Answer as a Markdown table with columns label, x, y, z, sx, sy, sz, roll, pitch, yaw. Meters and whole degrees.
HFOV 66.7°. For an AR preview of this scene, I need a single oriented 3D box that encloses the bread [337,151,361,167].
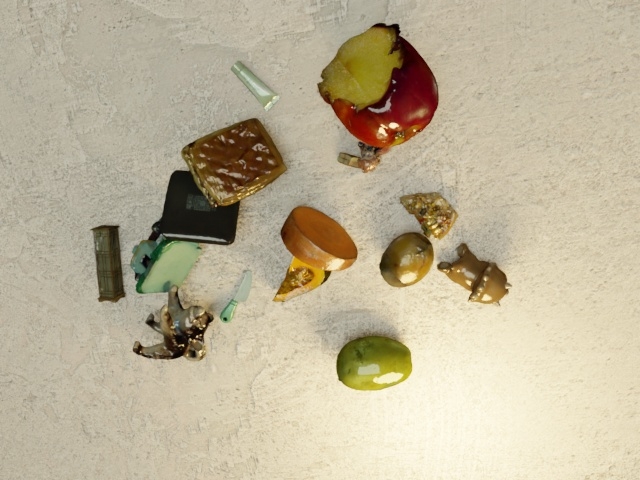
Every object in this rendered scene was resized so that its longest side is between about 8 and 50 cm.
| label | x | y | z | sx | sy | sz | roll | pitch | yaw |
| --- | --- | --- | --- | --- | --- | --- | --- | --- | --- |
| bread | 0.117 | -0.303 | 1.846 | 0.109 | 0.062 | 0.043 | 16 | 104 | 1 |

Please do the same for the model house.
| label | x | y | z | sx | sy | sz | roll | pitch | yaw |
| --- | --- | --- | --- | --- | --- | --- | --- | --- | --- |
| model house | -0.670 | 0.041 | 1.989 | 0.249 | 0.230 | 0.280 | 40 | 104 | 24 |

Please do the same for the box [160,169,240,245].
| label | x | y | z | sx | sy | sz | roll | pitch | yaw |
| --- | --- | --- | --- | --- | --- | --- | --- | --- | --- |
| box | -0.456 | -0.128 | 1.881 | 0.289 | 0.073 | 0.290 | 5 | 67 | -7 |

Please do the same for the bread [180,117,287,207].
| label | x | y | z | sx | sy | sz | roll | pitch | yaw |
| --- | --- | --- | --- | --- | --- | --- | --- | --- | --- |
| bread | -0.321 | -0.285 | 1.836 | 0.324 | 0.167 | 0.277 | -30 | 89 | -7 |

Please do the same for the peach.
| label | x | y | z | sx | sy | sz | roll | pitch | yaw |
| --- | --- | --- | --- | --- | --- | --- | --- | --- | --- |
| peach | 0.188 | -0.516 | 1.629 | 0.339 | 0.353 | 0.416 | -33 | 81 | 15 |

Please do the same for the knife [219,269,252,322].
| label | x | y | z | sx | sy | sz | roll | pitch | yaw |
| --- | --- | --- | --- | --- | --- | --- | --- | --- | --- |
| knife | -0.346 | 0.244 | 2.064 | 0.063 | 0.034 | 0.260 | 32 | 102 | -4 |

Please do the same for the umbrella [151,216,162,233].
| label | x | y | z | sx | sy | sz | roll | pitch | yaw |
| --- | --- | --- | --- | --- | --- | --- | --- | --- | --- |
| umbrella | -0.613 | -0.092 | 1.943 | 0.050 | 0.188 | 0.046 | 31 | 127 | -3 |

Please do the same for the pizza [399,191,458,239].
| label | x | y | z | sx | sy | sz | roll | pitch | yaw |
| --- | --- | --- | --- | --- | --- | --- | --- | --- | --- |
| pizza | 0.416 | -0.110 | 1.842 | 0.147 | 0.069 | 0.226 | -39 | 95 | 17 |

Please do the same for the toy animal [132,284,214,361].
| label | x | y | z | sx | sy | sz | roll | pitch | yaw |
| --- | --- | --- | --- | --- | --- | --- | --- | --- | --- |
| toy animal | -0.567 | 0.376 | 2.037 | 0.303 | 0.194 | 0.344 | 31 | 126 | -22 |

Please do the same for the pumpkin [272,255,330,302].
| label | x | y | z | sx | sy | sz | roll | pitch | yaw |
| --- | --- | --- | --- | --- | --- | --- | --- | --- | --- |
| pumpkin | -0.095 | 0.114 | 1.936 | 0.281 | 0.139 | 0.190 | -22 | 103 | 10 |

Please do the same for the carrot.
| label | x | y | z | sx | sy | sz | roll | pitch | yaw |
| --- | --- | --- | --- | --- | --- | --- | --- | --- | --- |
| carrot | 0.000 | 0.000 | 1.843 | 0.307 | 0.258 | 0.100 | 35 | 124 | 3 |

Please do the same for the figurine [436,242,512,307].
| label | x | y | z | sx | sy | sz | roll | pitch | yaw |
| --- | --- | --- | --- | --- | --- | --- | --- | --- | --- |
| figurine | 0.588 | 0.144 | 1.821 | 0.247 | 0.173 | 0.177 | 44 | 106 | -3 |

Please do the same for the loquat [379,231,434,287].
| label | x | y | z | sx | sy | sz | roll | pitch | yaw |
| --- | --- | --- | --- | --- | --- | --- | --- | --- | --- |
| loquat | 0.326 | 0.078 | 1.846 | 0.179 | 0.179 | 0.227 | 35 | 108 | -1 |

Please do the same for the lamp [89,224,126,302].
| label | x | y | z | sx | sy | sz | roll | pitch | yaw |
| --- | --- | --- | --- | --- | --- | --- | --- | --- | --- |
| lamp | -0.908 | 0.100 | 2.084 | 0.089 | 0.090 | 0.325 | 2 | 104 | 8 |

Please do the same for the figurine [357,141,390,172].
| label | x | y | z | sx | sy | sz | roll | pitch | yaw |
| --- | --- | --- | --- | --- | --- | --- | --- | --- | --- |
| figurine | 0.191 | -0.323 | 1.799 | 0.126 | 0.114 | 0.157 | 5 | 89 | 23 |

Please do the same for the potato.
| label | x | y | z | sx | sy | sz | roll | pitch | yaw |
| --- | --- | --- | --- | --- | --- | --- | --- | --- | --- |
| potato | 0.212 | 0.490 | 1.943 | 0.304 | 0.216 | 0.215 | -7 | 102 | 12 |

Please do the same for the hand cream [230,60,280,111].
| label | x | y | z | sx | sy | sz | roll | pitch | yaw |
| --- | --- | --- | --- | --- | --- | --- | --- | --- | --- |
| hand cream | -0.251 | -0.590 | 1.842 | 0.078 | 0.050 | 0.205 | -43 | 98 | 13 |
